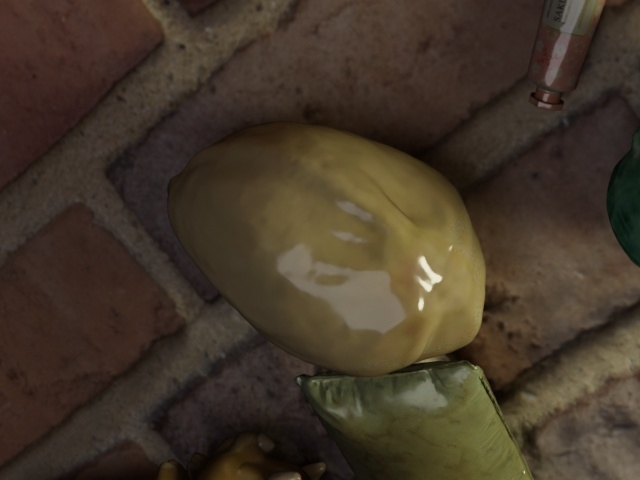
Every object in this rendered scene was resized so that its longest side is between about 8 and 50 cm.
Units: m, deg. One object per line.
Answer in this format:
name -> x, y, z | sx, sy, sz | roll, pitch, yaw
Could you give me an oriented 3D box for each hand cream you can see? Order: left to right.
hand cream -> 0.216, -0.209, 1.474 | 0.067, 0.043, 0.210 | 20, 113, 17

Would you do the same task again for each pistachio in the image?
pistachio -> 0.000, 0.000, 1.579 | 0.331, 0.208, 0.226 | 25, 160, 24

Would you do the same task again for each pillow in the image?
pillow -> 0.113, 0.226, 1.652 | 0.184, 0.075, 0.302 | -9, 127, 27

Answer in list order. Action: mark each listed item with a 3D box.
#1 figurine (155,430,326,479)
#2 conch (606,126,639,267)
figurine -> -0.081, 0.318, 1.748 | 0.173, 0.177, 0.247 | 11, 71, 20
conch -> 0.317, -0.051, 1.444 | 0.202, 0.134, 0.196 | -35, 53, 38
